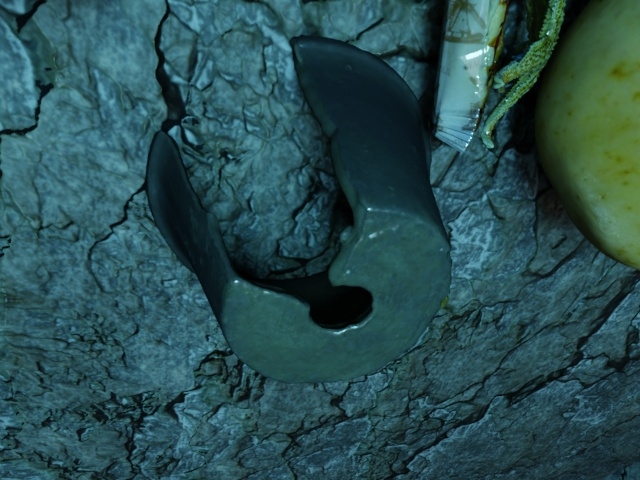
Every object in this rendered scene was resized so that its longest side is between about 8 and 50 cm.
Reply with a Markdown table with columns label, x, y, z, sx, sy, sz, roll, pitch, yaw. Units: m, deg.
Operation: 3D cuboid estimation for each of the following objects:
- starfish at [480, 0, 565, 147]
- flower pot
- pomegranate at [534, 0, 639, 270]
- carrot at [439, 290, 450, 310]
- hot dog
| label | x | y | z | sx | sy | sz | roll | pitch | yaw |
| --- | --- | --- | --- | --- | --- | --- | --- | --- | --- |
| starfish | 0.223 | -0.206 | 0.473 | 0.053 | 0.176 | 0.207 | 23 | 94 | 7 |
| flower pot | 0.000 | 0.000 | 0.486 | 0.380 | 0.251 | 0.378 | -9 | 127 | -12 |
| pomegranate | 0.427 | -0.139 | 0.420 | 0.413 | 0.411 | 0.410 | -8 | 127 | -10 |
| carrot | 0.113 | 0.147 | 0.751 | 0.255 | 0.049 | 0.049 | -29 | 127 | 9 |
| hot dog | 0.161 | -0.218 | 0.443 | 0.069 | 0.131 | 0.252 | 9 | 124 | 13 |
